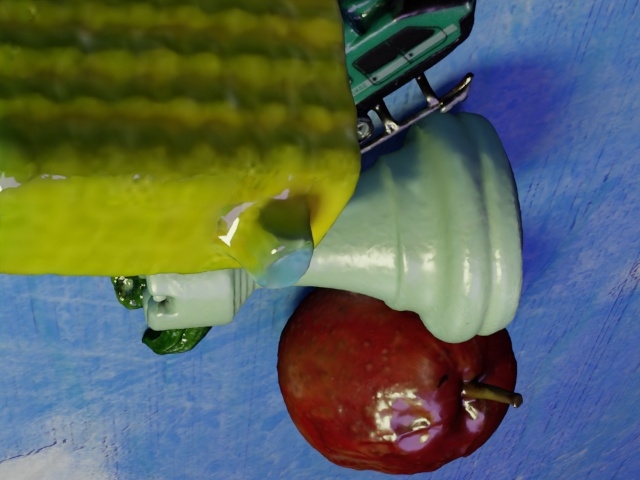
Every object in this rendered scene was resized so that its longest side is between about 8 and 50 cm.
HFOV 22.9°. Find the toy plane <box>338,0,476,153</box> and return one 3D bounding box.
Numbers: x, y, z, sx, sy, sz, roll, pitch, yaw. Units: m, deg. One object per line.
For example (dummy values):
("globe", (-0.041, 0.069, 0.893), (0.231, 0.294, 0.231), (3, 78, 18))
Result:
("toy plane", (-0.029, -0.124, 1.136), (0.381, 0.106, 0.155), (-30, 146, 13))

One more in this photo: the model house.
("model house", (-0.123, -0.101, 0.906), (0.237, 0.303, 0.215), (-2, 138, -34))

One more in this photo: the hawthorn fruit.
("hawthorn fruit", (0.091, 0.121, 1.505), (0.230, 0.210, 0.266), (22, 167, -34))

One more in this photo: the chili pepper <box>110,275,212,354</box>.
("chili pepper", (-0.138, 0.059, 1.430), (0.073, 0.050, 0.182), (-26, 155, -7))

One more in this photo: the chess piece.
("chess piece", (0.000, 0.000, 1.301), (0.299, 0.194, 0.194), (-6, 149, -10))
